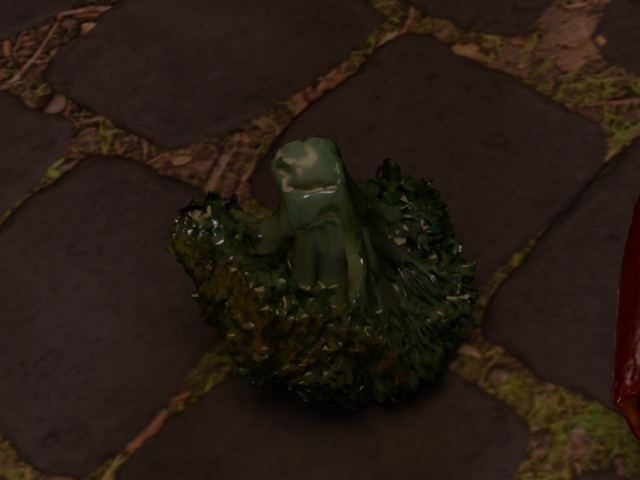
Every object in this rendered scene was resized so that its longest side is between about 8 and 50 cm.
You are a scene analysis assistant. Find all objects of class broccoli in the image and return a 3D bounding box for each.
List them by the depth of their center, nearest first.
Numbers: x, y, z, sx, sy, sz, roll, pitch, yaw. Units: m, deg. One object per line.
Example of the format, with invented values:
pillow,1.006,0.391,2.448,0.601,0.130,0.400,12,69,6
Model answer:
broccoli,0.000,0.000,1.269,0.220,0.194,0.194,7,51,14

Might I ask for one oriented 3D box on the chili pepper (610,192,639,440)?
chili pepper,0.270,-0.013,1.245,0.134,0.131,0.338,-19,45,34
